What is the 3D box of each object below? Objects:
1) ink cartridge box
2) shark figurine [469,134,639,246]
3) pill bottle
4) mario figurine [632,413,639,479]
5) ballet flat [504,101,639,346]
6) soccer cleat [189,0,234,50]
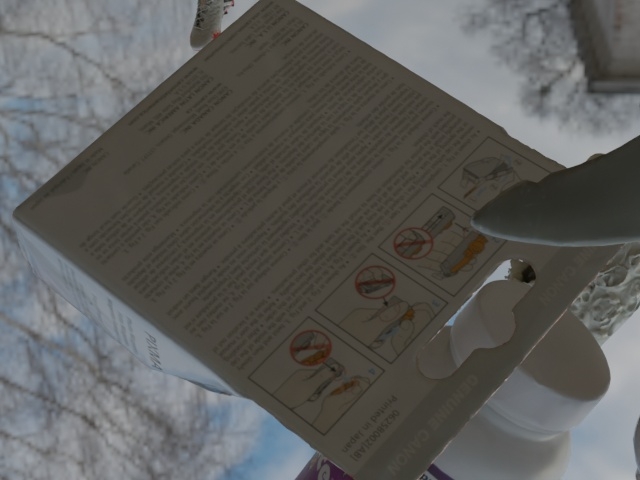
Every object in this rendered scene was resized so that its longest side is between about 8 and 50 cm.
[{"bbox_3d":[0.000,0.000,0.600,0.232,0.066,0.189,36,-115,20],"label":"ink cartridge box"},{"bbox_3d":[0.189,0.042,0.375,0.278,0.116,0.166,16,-152,-35],"label":"shark figurine"},{"bbox_3d":[0.099,0.178,1.052,0.169,0.301,0.169,25,-148,-17],"label":"pill bottle"},{"bbox_3d":[0.305,0.231,0.893,0.170,0.198,0.320,4,-117,39],"label":"mario figurine"},{"bbox_3d":[0.331,-0.063,1.225,0.147,0.409,0.147,36,-166,-10],"label":"ballet flat"},{"bbox_3d":[-0.095,-0.193,1.081,0.029,0.035,0.083,1,-133,21],"label":"soccer cleat"}]
